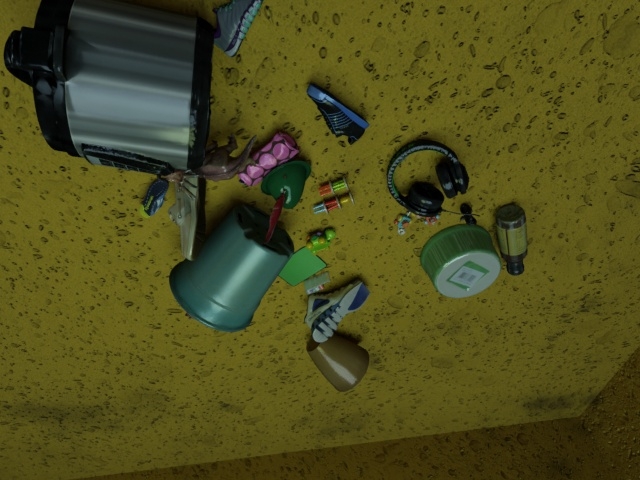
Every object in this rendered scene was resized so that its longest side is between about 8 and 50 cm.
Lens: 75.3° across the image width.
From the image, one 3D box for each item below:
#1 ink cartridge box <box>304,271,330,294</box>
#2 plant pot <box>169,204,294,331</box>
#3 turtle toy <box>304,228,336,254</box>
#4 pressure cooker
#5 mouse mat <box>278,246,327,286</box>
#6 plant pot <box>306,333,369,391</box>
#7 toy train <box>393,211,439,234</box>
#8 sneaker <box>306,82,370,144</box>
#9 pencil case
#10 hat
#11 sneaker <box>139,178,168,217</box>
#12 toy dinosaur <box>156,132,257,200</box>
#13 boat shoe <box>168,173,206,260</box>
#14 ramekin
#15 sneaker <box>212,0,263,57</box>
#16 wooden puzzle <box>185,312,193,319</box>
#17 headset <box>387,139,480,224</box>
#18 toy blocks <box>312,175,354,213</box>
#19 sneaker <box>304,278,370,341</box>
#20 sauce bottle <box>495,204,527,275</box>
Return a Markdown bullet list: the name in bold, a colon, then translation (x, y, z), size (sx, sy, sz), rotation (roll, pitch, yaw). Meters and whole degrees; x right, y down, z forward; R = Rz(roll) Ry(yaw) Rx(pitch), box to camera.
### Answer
- **ink cartridge box**: translation (-0.010, 0.177, 1.725), size (0.115, 0.063, 0.029), rotation (-22, 129, 11)
- **plant pot**: translation (-0.285, 0.079, 1.445), size (0.341, 0.341, 0.334), rotation (30, 113, -30)
- **turtle toy**: translation (0.000, 0.000, 1.568), size (0.130, 0.066, 0.095), rotation (-21, 154, 6)
- **pressure cooker**: translation (-0.472, -0.365, 0.973), size (0.420, 0.376, 0.370), rotation (5, 141, -19)
- **mouse mat**: translation (-0.087, 0.109, 1.693), size (0.189, 0.007, 0.152), rotation (-33, 128, 18)
- **plant pot**: translation (0.062, 0.550, 1.977), size (0.254, 0.237, 0.237), rotation (41, 116, -20)
- **toy train**: translation (0.366, -0.070, 1.576), size (0.166, 0.046, 0.125), rotation (-25, 130, 12)
- **sneaker**: translation (0.040, -0.371, 1.238), size (0.232, 0.081, 0.090), rotation (27, 115, -30)
- **pencil case**: translation (-0.172, -0.258, 1.301), size (0.209, 0.095, 0.098), rotation (-34, 127, 17)
- **hat**: translation (-0.088, -0.122, 1.335), size (0.173, 0.184, 0.208), rotation (1, 147, -47)
- **sneaker**: translation (-0.545, -0.143, 1.376), size (0.053, 0.059, 0.144), rotation (38, 104, 1)
- **toy dinosaur**: translation (-0.308, -0.206, 1.184), size (0.295, 0.200, 0.127), rotation (-9, 117, 24)
- **boat shoe**: translation (-0.426, -0.088, 1.319), size (0.098, 0.302, 0.109), rotation (1, 176, 0)
- **ramekin**: translation (0.573, 0.095, 1.683), size (0.303, 0.148, 0.303), rotation (-4, 132, -5)
- **sneaker**: translation (-0.209, -0.573, 1.026), size (0.098, 0.083, 0.224), rotation (26, 123, -22)
- **wooden puzzle**: translation (-0.556, 0.321, 1.808), size (0.049, 0.006, 0.083), rotation (32, 120, -31)
- **headset**: translation (0.408, -0.188, 1.449), size (0.394, 0.185, 0.243), rotation (39, 122, -17)
- **toy blocks**: translation (0.033, -0.151, 1.449), size (0.148, 0.054, 0.123), rotation (-20, 132, 9)
- **sneaker**: translation (0.042, 0.263, 1.773), size (0.315, 0.182, 0.127), rotation (-43, 132, -10)
- **sauce bottle**: translation (0.771, 0.011, 1.667), size (0.111, 0.111, 0.344), rotation (-19, 132, 9)
